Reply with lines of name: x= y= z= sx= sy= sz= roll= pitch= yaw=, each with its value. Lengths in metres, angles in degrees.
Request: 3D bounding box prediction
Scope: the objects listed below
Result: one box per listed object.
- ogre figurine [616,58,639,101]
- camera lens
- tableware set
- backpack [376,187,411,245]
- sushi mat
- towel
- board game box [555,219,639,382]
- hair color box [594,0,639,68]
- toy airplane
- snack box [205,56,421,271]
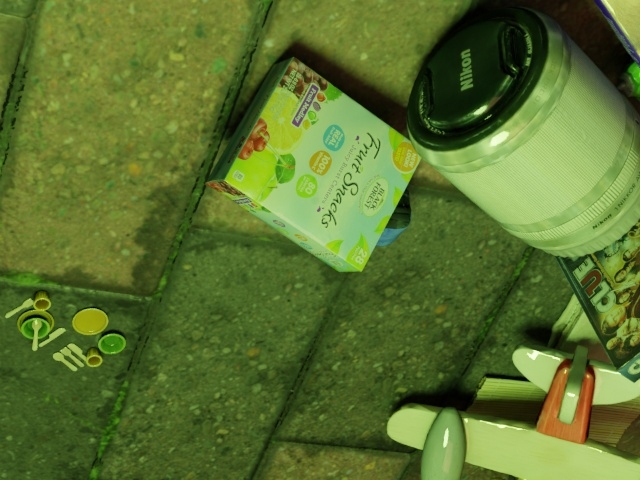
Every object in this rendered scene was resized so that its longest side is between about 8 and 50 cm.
ogre figurine: x=0.442 y=-0.213 z=1.570 sx=0.118 sy=0.097 sz=0.197 roll=-41 pitch=170 yaw=24
camera lens: x=0.255 y=-0.129 z=1.511 sx=0.219 sy=0.219 sz=0.274 roll=-40 pitch=128 yaw=18
tableware set: x=-0.338 y=0.122 z=1.684 sx=0.104 sy=0.024 sz=0.154 roll=-32 pitch=129 yaw=11
backpack: x=0.051 y=-0.042 z=1.613 sx=0.120 sy=0.098 sz=0.101 roll=3 pitch=157 yaw=-17
sushi mat: x=0.370 y=0.284 z=2.013 sx=0.316 sy=0.019 sz=0.151 roll=8 pitch=128 yaw=-21
towel: x=0.455 y=0.122 z=1.889 sx=0.187 sy=0.049 sz=0.282 roll=9 pitch=125 yaw=-23
board game box: x=0.426 y=0.051 z=1.691 sx=0.042 sy=0.243 sz=0.165 roll=30 pitch=116 yaw=-33
hair color box: x=0.383 y=-0.319 z=1.387 sx=0.185 sy=0.110 sz=0.339 roll=-35 pitch=104 yaw=14
toy airplane: x=0.340 y=0.342 z=1.835 sx=0.386 sy=0.272 sz=0.384 roll=-25 pitch=116 yaw=40
snack box: x=-0.003 y=-0.087 z=1.491 sx=0.207 sy=0.070 sz=0.175 roll=33 pitch=76 yaw=-22
